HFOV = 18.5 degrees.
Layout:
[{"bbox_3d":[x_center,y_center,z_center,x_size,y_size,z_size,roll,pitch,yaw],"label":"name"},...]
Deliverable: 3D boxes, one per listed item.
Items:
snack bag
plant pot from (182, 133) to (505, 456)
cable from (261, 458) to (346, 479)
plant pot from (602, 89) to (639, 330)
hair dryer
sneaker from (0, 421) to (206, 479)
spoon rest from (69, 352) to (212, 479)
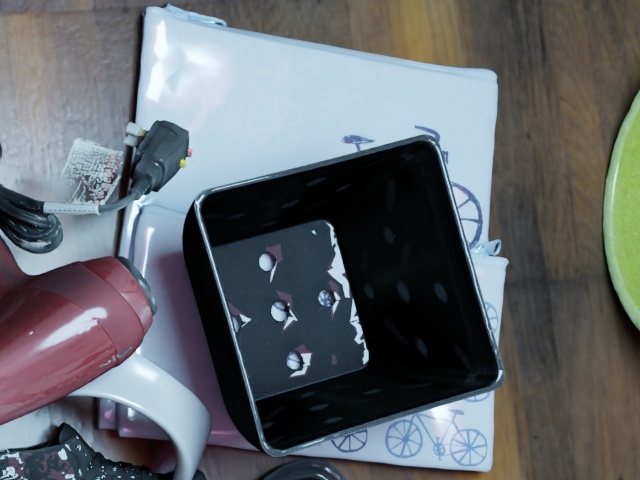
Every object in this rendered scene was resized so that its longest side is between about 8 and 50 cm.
[{"bbox_3d":[0.000,0.000,1.545,0.323,0.037,0.342,9,80,-19],"label":"snack bag"},{"bbox_3d":[-0.003,0.046,1.430,0.187,0.167,0.188,-15,88,-20],"label":"plant pot"},{"bbox_3d":[-0.104,0.257,1.477,0.139,0.072,0.287,41,58,3],"label":"cable"},{"bbox_3d":[0.415,-0.022,1.602,0.254,0.276,0.276,11,79,-31],"label":"plant pot"},{"bbox_3d":[-0.220,0.030,1.380,0.224,0.080,0.293,3,49,14],"label":"hair dryer"},{"bbox_3d":[-0.172,0.172,1.450,0.170,0.051,0.089,-17,92,-19],"label":"sneaker"},{"bbox_3d":[-0.204,0.088,1.406,0.276,0.084,0.137,24,54,-4],"label":"spoon rest"}]
